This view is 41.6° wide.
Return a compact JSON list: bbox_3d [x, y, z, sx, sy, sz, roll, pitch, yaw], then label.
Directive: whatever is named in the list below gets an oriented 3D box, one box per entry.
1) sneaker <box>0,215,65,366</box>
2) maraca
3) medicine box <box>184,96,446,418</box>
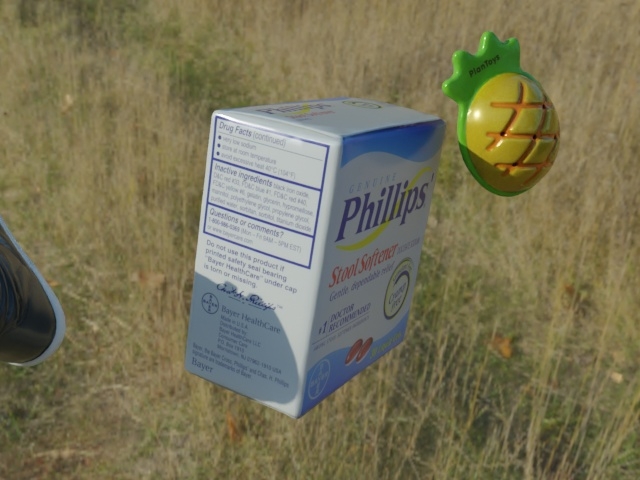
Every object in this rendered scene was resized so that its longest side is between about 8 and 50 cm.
[{"bbox_3d":[-0.349,-0.014,0.739,0.104,0.147,0.296,-42,81,-5],"label":"sneaker"},{"bbox_3d":[0.200,-0.136,0.930,0.127,0.186,0.099,-36,24,-17],"label":"maraca"},{"bbox_3d":[0.000,0.000,0.925,0.149,0.290,0.263,18,20,25],"label":"medicine box"}]
